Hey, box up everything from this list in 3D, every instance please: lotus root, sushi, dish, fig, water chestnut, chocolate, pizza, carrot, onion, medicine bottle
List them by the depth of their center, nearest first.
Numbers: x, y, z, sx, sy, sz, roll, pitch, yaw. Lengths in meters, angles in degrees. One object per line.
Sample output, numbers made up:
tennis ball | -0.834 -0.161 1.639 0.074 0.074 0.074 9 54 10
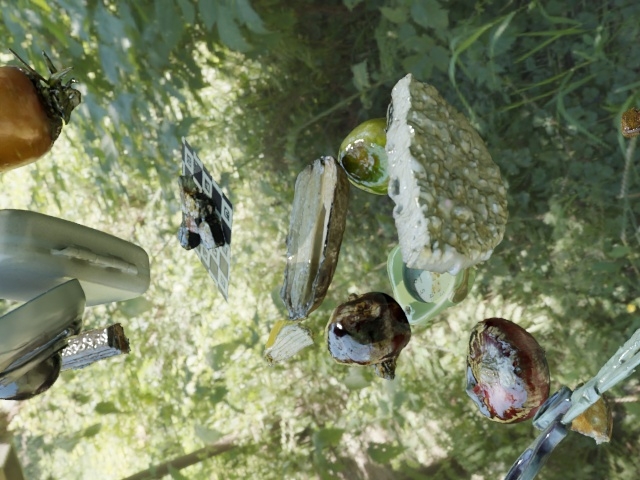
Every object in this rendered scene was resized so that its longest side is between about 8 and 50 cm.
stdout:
dish | -0.471 0.185 0.987 0.133 0.273 0.273 57 159 -5
medicine bottle | -0.515 0.045 1.179 0.375 0.282 0.122 27 -127 -63
carrot | -0.617 -0.230 1.194 0.193 0.331 0.214 86 157 -44
lotus root | 0.000 0.001 1.237 0.167 0.078 0.329 -9 68 59
fig | 0.150 -0.171 1.318 0.167 0.234 0.167 -11 74 45
sushi | 0.661 -0.247 1.325 0.050 0.047 0.099 70 -150 -42
onion | 0.476 0.319 1.554 0.272 0.195 0.271 175 90 -74
water chestnut | 0.122 0.249 1.598 0.224 0.224 0.238 -24 83 69
chocolate | -0.649 0.293 1.648 0.065 0.330 0.102 -6 -100 -70
pizza | 0.697 0.481 1.725 0.052 0.195 0.185 52 -145 -38
sushi | -0.348 -0.049 1.734 0.343 0.064 0.359 51 145 37

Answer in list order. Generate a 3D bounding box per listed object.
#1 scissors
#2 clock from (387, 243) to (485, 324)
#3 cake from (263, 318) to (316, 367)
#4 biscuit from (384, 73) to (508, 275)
scissors | 0.389 0.224 0.908 0.029 0.256 0.383 38 134 14
clock | 0.319 0.077 1.683 0.308 0.096 0.234 -40 52 43
cake | -0.090 0.241 1.466 0.080 0.116 0.185 41 164 -20
biscuit | 0.158 -0.067 0.782 0.084 0.179 0.281 -41 35 44
